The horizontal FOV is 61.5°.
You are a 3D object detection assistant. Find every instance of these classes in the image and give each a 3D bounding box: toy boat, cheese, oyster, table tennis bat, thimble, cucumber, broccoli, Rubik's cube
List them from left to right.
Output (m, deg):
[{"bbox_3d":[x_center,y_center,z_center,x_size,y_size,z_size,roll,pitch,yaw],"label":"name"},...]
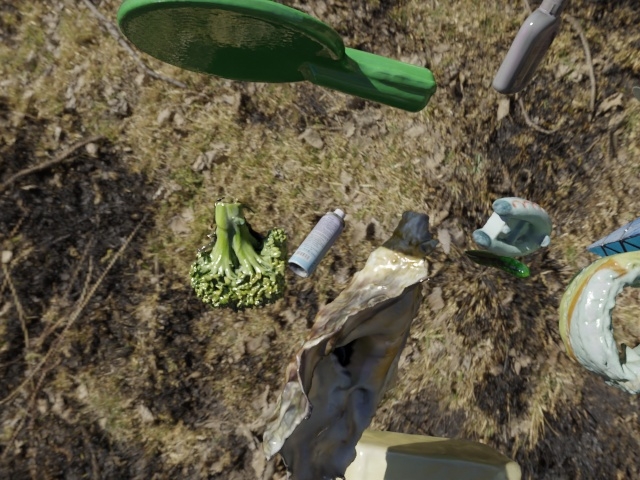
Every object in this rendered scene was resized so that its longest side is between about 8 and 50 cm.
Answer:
[{"bbox_3d":[-0.173,0.059,1.208,0.242,0.273,0.180,-12,43,-13],"label":"broccoli"},{"bbox_3d":[-0.022,-0.144,0.419,0.256,0.160,0.039,8,91,-22],"label":"table tennis bat"},{"bbox_3d":[0.028,0.120,0.566,0.100,0.271,0.276,25,120,18],"label":"oyster"},{"bbox_3d":[0.131,0.408,0.723,0.242,0.124,0.266,11,81,-15],"label":"cheese"},{"bbox_3d":[0.518,0.062,1.582,0.056,0.284,0.056,-4,101,-19],"label":"cucumber"},{"bbox_3d":[0.424,-0.019,1.155,0.079,0.207,0.134,50,121,45],"label":"toy boat"},{"bbox_3d":[0.642,0.165,1.108,0.253,0.167,0.289,14,87,5],"label":"thimble"},{"bbox_3d":[0.834,-0.024,1.398,0.211,0.178,0.191,25,88,28],"label":"Rubik's cube"}]

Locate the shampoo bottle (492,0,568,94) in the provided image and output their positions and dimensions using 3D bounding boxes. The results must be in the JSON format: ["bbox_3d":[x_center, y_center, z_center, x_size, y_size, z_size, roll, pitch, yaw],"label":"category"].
[{"bbox_3d":[0.309,-0.291,0.776,0.040,0.079,0.165,48,142,27],"label":"shampoo bottle"}]

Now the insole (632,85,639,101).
[{"bbox_3d":[0.750,-0.278,1.141,0.003,0.080,0.232,-41,39,8],"label":"insole"}]

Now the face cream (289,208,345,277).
[{"bbox_3d":[0.000,0.000,1.540,0.075,0.075,0.229,30,63,16],"label":"face cream"}]

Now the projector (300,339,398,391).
[{"bbox_3d":[0.070,0.291,1.251,0.198,0.250,0.108,2,81,14],"label":"projector"}]
